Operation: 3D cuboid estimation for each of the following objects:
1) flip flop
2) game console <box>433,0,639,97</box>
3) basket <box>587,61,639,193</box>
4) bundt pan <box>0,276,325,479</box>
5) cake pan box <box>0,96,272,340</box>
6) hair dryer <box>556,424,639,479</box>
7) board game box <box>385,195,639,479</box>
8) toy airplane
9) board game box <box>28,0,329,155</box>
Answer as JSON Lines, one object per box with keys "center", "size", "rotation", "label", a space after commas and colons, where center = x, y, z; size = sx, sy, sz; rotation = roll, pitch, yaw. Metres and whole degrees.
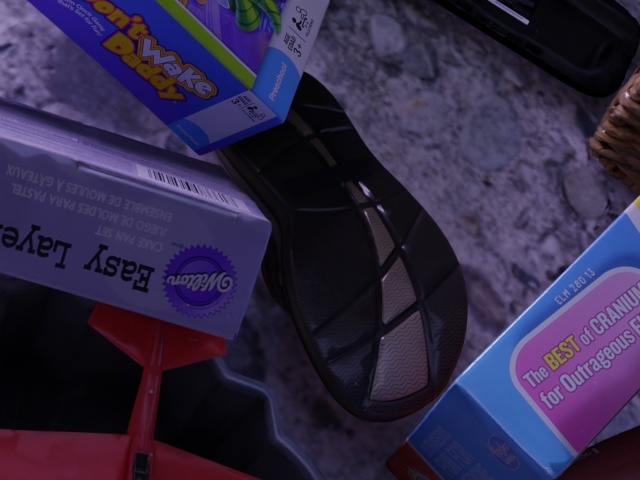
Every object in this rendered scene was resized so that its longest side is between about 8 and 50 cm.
{"center": [0.000, 0.000, 0.874], "size": [0.112, 0.080, 0.277], "rotation": [-14, 52, -24], "label": "flip flop"}
{"center": [0.073, -0.215, 1.042], "size": [0.361, 0.044, 0.213], "rotation": [32, 55, 1], "label": "game console"}
{"center": [0.386, -0.091, 0.986], "size": [0.299, 0.213, 0.223], "rotation": [39, 56, 4], "label": "basket"}
{"center": [-0.158, 0.183, 0.670], "size": [0.330, 0.124, 0.331], "rotation": [10, 58, -17], "label": "bundt pan"}
{"center": [-0.161, -0.034, 0.735], "size": [0.267, 0.246, 0.070], "rotation": [16, 98, -13], "label": "cake pan box"}
{"center": [0.251, 0.146, 0.802], "size": [0.223, 0.293, 0.080], "rotation": [-15, 98, -63], "label": "hair dryer"}
{"center": [0.181, 0.019, 0.775], "size": [0.064, 0.242, 0.316], "rotation": [45, 73, 9], "label": "board game box"}
{"center": [-0.082, 0.091, 0.661], "size": [0.151, 0.028, 0.151], "rotation": [11, 58, -18], "label": "toy airplane"}
{"center": [-0.076, -0.261, 0.877], "size": [0.233, 0.078, 0.347], "rotation": [42, 50, -31], "label": "board game box"}
